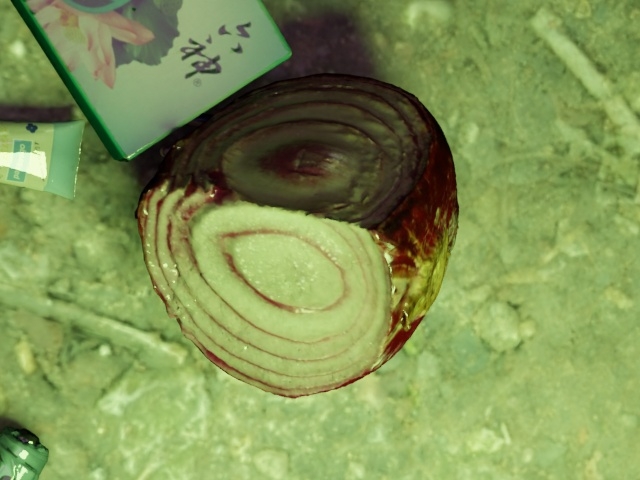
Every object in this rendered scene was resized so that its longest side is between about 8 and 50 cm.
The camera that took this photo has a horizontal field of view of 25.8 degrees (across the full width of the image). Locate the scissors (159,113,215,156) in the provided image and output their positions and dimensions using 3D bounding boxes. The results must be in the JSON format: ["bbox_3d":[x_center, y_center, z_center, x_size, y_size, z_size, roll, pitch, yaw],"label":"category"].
[{"bbox_3d":[-0.072,-0.080,1.121,0.113,0.012,0.039,6,93,-15],"label":"scissors"}]

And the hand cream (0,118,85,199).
[{"bbox_3d":[-0.267,-0.071,1.055,0.170,0.043,0.065,5,106,-20],"label":"hand cream"}]

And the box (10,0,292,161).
[{"bbox_3d":[-0.151,-0.198,1.043,0.153,0.092,0.245,-35,99,-10],"label":"box"}]

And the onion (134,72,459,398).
[{"bbox_3d":[0.003,-0.002,1.060,0.207,0.216,0.206,-50,148,-42],"label":"onion"}]

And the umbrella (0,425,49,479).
[{"bbox_3d":[-0.286,0.257,1.071,0.052,0.053,0.250,32,85,-16],"label":"umbrella"}]
